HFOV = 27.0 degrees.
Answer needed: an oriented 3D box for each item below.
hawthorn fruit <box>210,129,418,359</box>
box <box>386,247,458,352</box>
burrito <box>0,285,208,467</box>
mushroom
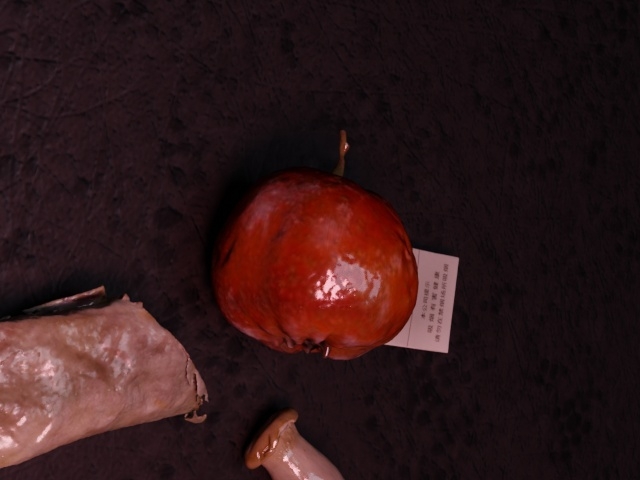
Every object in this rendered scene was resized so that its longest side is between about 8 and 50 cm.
[{"bbox_3d":[0.000,0.000,1.550,0.242,0.241,0.272,22,66,-43],"label":"hawthorn fruit"},{"bbox_3d":[0.089,0.071,1.767,0.245,0.035,0.139,14,83,-44],"label":"box"},{"bbox_3d":[-0.256,0.137,1.392,0.347,0.107,0.175,-6,110,-42],"label":"burrito"},{"bbox_3d":[-0.020,0.305,1.639,0.097,0.088,0.212,-32,112,-3],"label":"mushroom"}]
